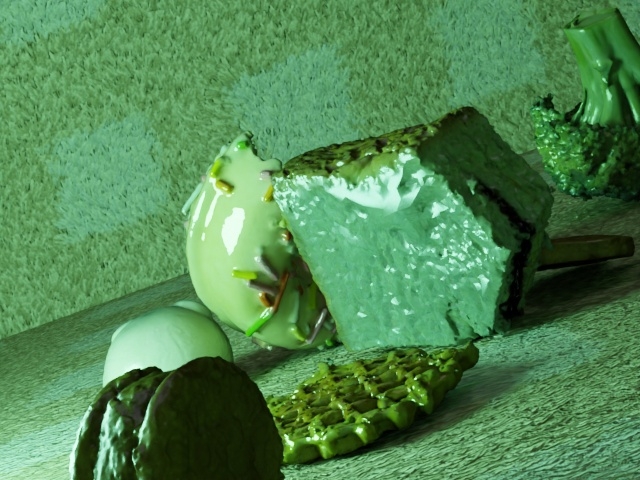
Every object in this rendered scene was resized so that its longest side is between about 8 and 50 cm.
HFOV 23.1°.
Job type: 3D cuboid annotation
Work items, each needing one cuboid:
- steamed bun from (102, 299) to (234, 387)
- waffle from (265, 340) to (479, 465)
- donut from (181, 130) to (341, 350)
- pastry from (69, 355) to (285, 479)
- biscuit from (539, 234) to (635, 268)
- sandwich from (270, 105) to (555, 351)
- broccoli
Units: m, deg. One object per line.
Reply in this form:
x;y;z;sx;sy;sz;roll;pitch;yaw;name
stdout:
-0.209;0.157;2.098;0.177;0.130;0.228;-19;8;13;steamed bun
0.030;0.167;1.598;0.245;0.052;0.254;-13;9;36;waffle
-0.008;0.007;2.078;0.371;0.307;0.150;-2;28;-39;donut
-0.113;0.186;1.243;0.103;0.188;0.189;-9;10;30;pastry
0.298;0.016;1.966;0.184;0.035;0.249;-7;-4;1;biscuit
0.123;-0.005;1.842;0.325;0.262;0.131;-11;18;43;sandwich
0.480;-0.190;2.443;0.375;0.302;0.249;-8;51;44;broccoli
